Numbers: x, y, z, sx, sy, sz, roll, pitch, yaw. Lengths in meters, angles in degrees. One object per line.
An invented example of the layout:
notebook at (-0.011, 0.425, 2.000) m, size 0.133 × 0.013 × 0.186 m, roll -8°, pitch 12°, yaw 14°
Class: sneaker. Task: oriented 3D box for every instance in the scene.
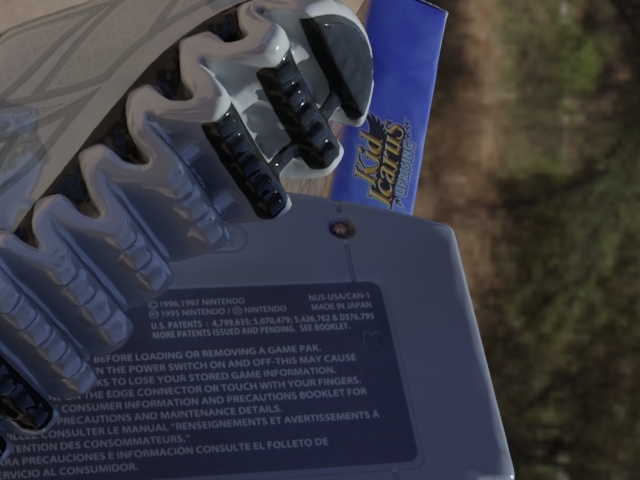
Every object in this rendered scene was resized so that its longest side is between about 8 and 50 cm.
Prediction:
sneaker at (-0.118, -0.010, 0.668) m, size 0.292 × 0.118 × 0.110 m, roll -40°, pitch 148°, yaw -14°

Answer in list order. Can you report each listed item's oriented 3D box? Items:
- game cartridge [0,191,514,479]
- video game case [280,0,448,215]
game cartridge at (-0.066, 0.066, 0.801) m, size 0.060 × 0.294 × 0.196 m, roll 114°, pitch -29°, yaw -58°
video game case at (0.000, 0.000, 1.186) m, size 0.244 × 0.061 × 0.270 m, roll 124°, pitch -18°, yaw -54°
